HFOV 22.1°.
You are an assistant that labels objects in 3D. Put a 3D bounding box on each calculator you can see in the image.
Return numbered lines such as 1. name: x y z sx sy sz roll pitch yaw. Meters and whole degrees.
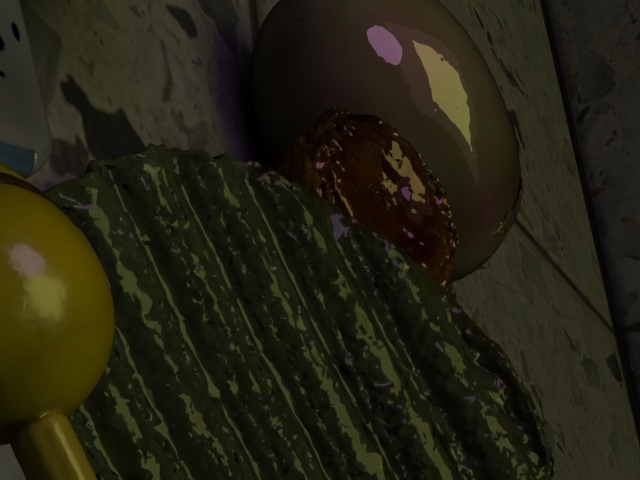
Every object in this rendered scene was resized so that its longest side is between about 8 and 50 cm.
1. calculator: -0.228 -0.135 1.042 0.121 0.039 0.210 19 54 -68

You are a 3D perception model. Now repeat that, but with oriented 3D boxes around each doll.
1. doll: -0.206 -0.002 0.876 0.363 0.145 0.199 63 -20 2

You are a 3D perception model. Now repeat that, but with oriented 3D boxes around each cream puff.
1. cream puff: 0.000 0.000 1.353 0.183 0.169 0.183 31 44 -36

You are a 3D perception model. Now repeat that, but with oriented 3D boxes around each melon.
1. melon: 0.062 -0.097 1.506 0.317 0.223 0.223 65 21 -15

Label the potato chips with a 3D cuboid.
1. potato chips: -0.022 0.116 1.126 0.358 0.070 0.429 -30 89 -39
